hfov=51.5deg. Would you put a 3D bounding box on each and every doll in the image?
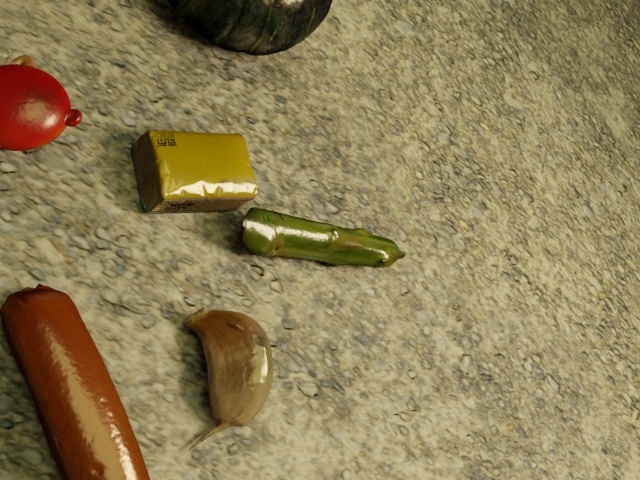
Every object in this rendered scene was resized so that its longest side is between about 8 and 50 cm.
[{"bbox_3d":[-0.438,-0.192,0.908,0.217,0.085,0.183,5,65,-16],"label":"doll"}]

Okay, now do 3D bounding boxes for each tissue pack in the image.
[{"bbox_3d":[-0.197,-0.109,1.047,0.169,0.082,0.119,-4,72,-37],"label":"tissue pack"}]

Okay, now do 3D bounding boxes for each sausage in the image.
[{"bbox_3d":[-0.299,0.212,0.828,0.097,0.094,0.348,-18,82,-44],"label":"sausage"}]

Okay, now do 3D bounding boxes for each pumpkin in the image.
[{"bbox_3d":[-0.122,-0.485,1.158,0.323,0.241,0.322,3,85,-34],"label":"pumpkin"}]

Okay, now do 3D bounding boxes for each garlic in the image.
[{"bbox_3d":[-0.133,0.200,0.976,0.129,0.090,0.198,2,76,-20],"label":"garlic"}]

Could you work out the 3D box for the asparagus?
[{"bbox_3d":[0.000,0.002,1.148,0.343,0.085,0.081,9,70,-35],"label":"asparagus"}]
